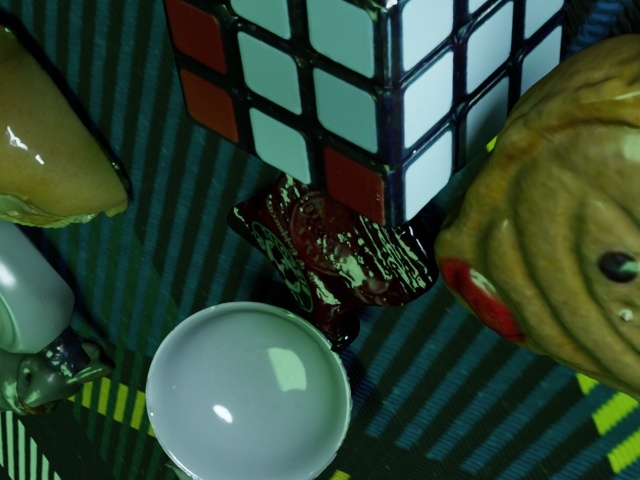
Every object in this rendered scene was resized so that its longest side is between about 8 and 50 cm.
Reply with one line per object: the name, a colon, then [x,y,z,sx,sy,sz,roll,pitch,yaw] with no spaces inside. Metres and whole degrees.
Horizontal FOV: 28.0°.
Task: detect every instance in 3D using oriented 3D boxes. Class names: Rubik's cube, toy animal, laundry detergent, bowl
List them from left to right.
laundry detergent: [-0.387,0.055,1.553,0.280,0.105,0.215,50,152,-10]
toy animal: [-0.373,0.171,1.680,0.138,0.108,0.236,55,150,-15]
bowl: [-0.060,0.135,1.195,0.189,0.189,0.086,50,-166,-7]
Rubik's cube: [0.024,-0.134,0.678,0.162,0.160,0.163,31,148,28]

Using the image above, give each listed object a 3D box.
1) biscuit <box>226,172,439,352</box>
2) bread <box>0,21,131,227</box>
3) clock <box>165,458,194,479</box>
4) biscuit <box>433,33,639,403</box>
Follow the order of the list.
biscuit: [0.004,0.005,0.994,0.151,0.063,0.235,57,157,4]
bread: [-0.319,-0.092,1.235,0.252,0.133,0.174,55,153,-17]
clock: [-0.076,0.305,1.483,0.192,0.071,0.147,8,134,50]
biscuit: [0.226,0.022,0.640,0.381,0.074,0.359,-5,130,41]
